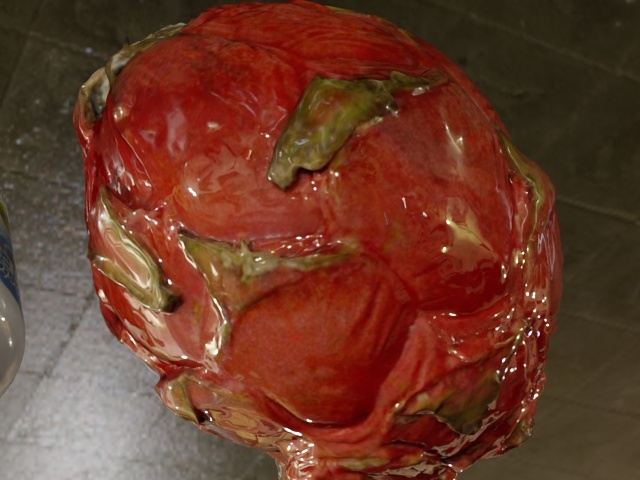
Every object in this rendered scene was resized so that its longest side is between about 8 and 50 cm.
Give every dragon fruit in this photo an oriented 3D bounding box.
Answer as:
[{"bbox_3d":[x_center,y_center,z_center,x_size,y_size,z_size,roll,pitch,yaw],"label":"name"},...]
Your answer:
[{"bbox_3d":[0.000,0.000,0.659,0.277,0.277,0.342,-31,98,27],"label":"dragon fruit"}]

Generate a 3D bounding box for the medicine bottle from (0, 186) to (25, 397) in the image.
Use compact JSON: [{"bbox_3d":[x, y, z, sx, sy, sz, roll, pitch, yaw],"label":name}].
[{"bbox_3d":[-0.310,0.043,0.831,0.157,0.289,0.157,-10,122,-16],"label":"medicine bottle"}]
